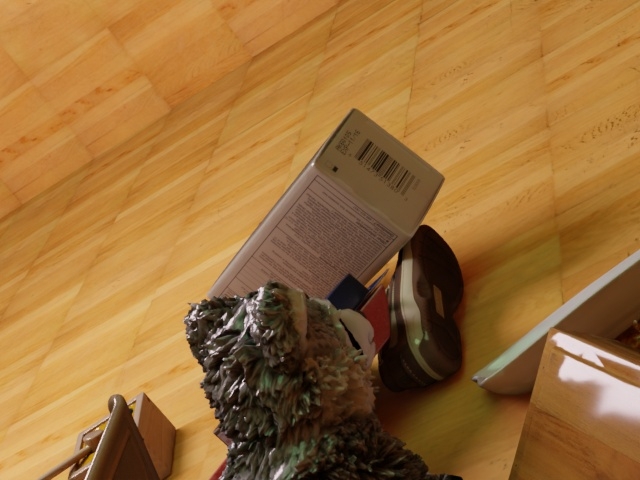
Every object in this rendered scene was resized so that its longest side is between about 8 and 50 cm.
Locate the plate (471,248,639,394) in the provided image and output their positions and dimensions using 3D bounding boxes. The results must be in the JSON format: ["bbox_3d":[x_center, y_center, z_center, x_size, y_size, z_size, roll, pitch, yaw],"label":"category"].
[{"bbox_3d":[0.262,0.060,1.212,0.278,0.045,0.277,-38,-8,1],"label":"plate"}]

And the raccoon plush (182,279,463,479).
[{"bbox_3d":[-0.042,0.237,1.097,0.216,0.299,0.446,-23,25,33],"label":"raccoon plush"}]

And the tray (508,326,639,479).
[{"bbox_3d":[0.255,0.202,0.861,0.411,0.076,0.203,23,99,66],"label":"tray"}]

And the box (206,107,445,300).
[{"bbox_3d":[0.000,0.000,1.605,0.311,0.148,0.121,-47,7,47],"label":"box"}]

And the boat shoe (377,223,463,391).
[{"bbox_3d":[0.100,0.075,1.504,0.095,0.095,0.257,-35,20,24],"label":"boat shoe"}]

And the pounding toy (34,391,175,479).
[{"bbox_3d":[-0.272,0.274,1.677,0.141,0.100,0.130,-33,21,11],"label":"pounding toy"}]

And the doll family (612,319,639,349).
[{"bbox_3d":[0.323,0.095,1.056,0.263,0.118,0.163,-32,21,14],"label":"doll family"}]

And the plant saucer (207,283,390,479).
[{"bbox_3d":[-0.029,0.189,1.428,0.259,0.047,0.258,-49,-1,-28],"label":"plant saucer"}]

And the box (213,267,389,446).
[{"bbox_3d":[-0.021,0.116,1.397,0.225,0.036,0.136,-48,-1,-26],"label":"box"}]

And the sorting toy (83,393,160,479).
[{"bbox_3d":[-0.149,0.314,1.113,0.041,0.307,0.229,-11,30,10],"label":"sorting toy"}]
